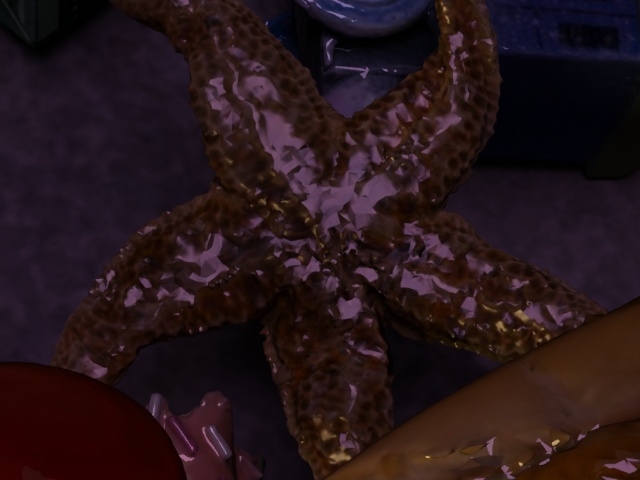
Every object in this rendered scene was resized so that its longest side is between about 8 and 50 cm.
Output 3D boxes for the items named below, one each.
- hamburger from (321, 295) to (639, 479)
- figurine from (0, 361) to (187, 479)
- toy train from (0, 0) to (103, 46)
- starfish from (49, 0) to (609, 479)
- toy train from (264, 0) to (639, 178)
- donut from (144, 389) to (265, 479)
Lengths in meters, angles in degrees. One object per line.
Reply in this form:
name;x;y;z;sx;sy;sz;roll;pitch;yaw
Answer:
hamburger;0.114;0.146;0.402;0.305;0.284;0.174;-24;38;-17
figurine;-0.223;0.062;0.459;0.270;0.211;0.261;-40;114;4
toy train;-0.171;-0.219;0.631;0.269;0.154;0.115;40;67;15
starfish;0.000;0.000;0.505;0.277;0.062;0.235;39;84;5
toy train;0.062;-0.166;0.648;0.202;0.131;0.299;2;65;-10
donut;0.000;0.115;0.527;0.166;0.065;0.117;-8;63;-8
